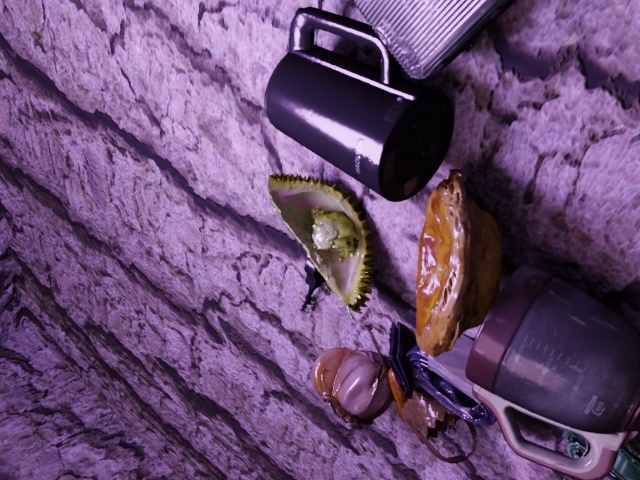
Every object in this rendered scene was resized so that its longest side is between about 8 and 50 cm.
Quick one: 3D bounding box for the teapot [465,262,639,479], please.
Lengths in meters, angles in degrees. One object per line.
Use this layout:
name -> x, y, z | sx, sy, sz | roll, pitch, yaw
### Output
teapot -> 0.419, 0.244, 1.474 | 0.312, 0.233, 0.315 | 29, 107, 23

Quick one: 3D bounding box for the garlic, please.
garlic -> 0.079, 0.330, 1.994 | 0.207, 0.207, 0.257 | 39, 149, 21

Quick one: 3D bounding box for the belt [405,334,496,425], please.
belt -> 0.288, 0.287, 1.793 | 0.230, 0.126, 0.140 | 34, 143, 29

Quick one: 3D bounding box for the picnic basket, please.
picnic basket -> 0.272, 0.406, 1.909 | 0.178, 0.128, 0.138 | 59, 153, 25

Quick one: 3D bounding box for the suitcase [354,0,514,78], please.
suitcase -> 0.193, -0.399, 1.305 | 0.202, 0.128, 0.312 | 53, 147, 1

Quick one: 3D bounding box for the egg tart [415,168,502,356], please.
egg tart -> 0.249, 0.048, 1.543 | 0.129, 0.341, 0.341 | 7, 135, 0

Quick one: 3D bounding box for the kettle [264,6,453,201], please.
kettle -> 0.051, -0.239, 1.535 | 0.308, 0.203, 0.262 | 33, 167, 32

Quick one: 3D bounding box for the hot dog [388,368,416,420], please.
hot dog -> 0.196, 0.352, 2.005 | 0.045, 0.071, 0.165 | -5, 121, 24

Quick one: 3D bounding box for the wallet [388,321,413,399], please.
wallet -> 0.177, 0.262, 1.892 | 0.030, 0.166, 0.111 | -15, 110, 13

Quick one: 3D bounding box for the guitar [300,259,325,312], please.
guitar -> -0.014, 0.103, 2.048 | 0.038, 0.084, 0.271 | 40, 150, 17

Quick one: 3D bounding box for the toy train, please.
toy train -> 0.551, 0.382, 1.559 | 0.269, 0.115, 0.154 | 43, 142, 34

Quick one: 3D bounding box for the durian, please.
durian -> 0.008, 0.000, 1.837 | 0.355, 0.169, 0.157 | 58, 144, -4
